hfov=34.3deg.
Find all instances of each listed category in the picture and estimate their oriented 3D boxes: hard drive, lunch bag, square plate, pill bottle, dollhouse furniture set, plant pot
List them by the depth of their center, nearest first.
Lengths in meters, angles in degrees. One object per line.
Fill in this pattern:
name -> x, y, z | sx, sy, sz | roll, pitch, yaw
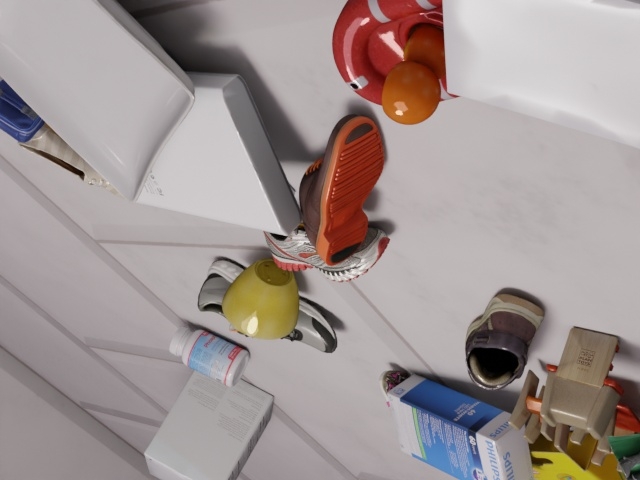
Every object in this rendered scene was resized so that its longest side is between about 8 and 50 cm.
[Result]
square plate -> -0.320, -0.240, 1.368 | 0.344, 0.049, 0.347 | 45, 150, -2
hard drive -> -0.199, -0.132, 1.450 | 0.353, 0.047, 0.233 | 12, 137, 43
dollhouse furniture set -> 0.417, 0.242, 1.523 | 0.262, 0.135, 0.259 | 12, 161, 34
lunch bag -> -0.493, -0.213, 1.672 | 0.098, 0.067, 0.065 | 33, 155, -5
plant pot -> -0.091, 0.087, 1.756 | 0.134, 0.134, 0.095 | 27, 130, 7
pill bottle -> -0.242, 0.247, 2.247 | 0.160, 0.087, 0.087 | 24, 155, 13

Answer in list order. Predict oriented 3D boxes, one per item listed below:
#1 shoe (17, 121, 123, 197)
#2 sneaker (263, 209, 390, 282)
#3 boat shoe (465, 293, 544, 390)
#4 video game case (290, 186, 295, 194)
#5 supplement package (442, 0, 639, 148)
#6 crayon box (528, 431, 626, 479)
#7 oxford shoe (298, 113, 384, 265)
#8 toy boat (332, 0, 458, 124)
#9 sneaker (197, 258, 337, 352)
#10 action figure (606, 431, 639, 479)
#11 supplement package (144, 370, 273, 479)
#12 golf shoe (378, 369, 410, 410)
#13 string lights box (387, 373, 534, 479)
shoe -> -0.408, -0.128, 1.750 | 0.219, 0.058, 0.076 | 34, 155, -8
sneaker -> 0.000, 0.000, 1.519 | 0.225, 0.088, 0.093 | 3, 136, 39
boat shoe -> 0.260, 0.173, 1.554 | 0.103, 0.092, 0.285 | 26, 155, 8
video game case -> -0.131, -0.114, 1.524 | 0.143, 0.019, 0.157 | 3, 144, 44
supplement package -> 0.217, -0.201, 0.761 | 0.194, 0.203, 0.149 | 21, 154, 20
crayon box -> 0.475, 0.422, 1.808 | 0.318, 0.081, 0.202 | 39, 154, -20
oxford shoe -> 0.012, -0.076, 1.357 | 0.098, 0.097, 0.271 | 48, 150, 25
toy boat -> 0.102, -0.175, 0.997 | 0.231, 0.151, 0.151 | -4, 138, 51
sneaker -> -0.096, 0.141, 1.867 | 0.271, 0.108, 0.100 | 26, 153, 5
action figure -> 0.511, 0.268, 1.374 | 0.232, 0.063, 0.137 | -26, 123, 9
supplement package -> -0.262, 0.464, 2.471 | 0.199, 0.263, 0.198 | 27, 155, 8
golf shoe -> 0.148, 0.302, 1.951 | 0.086, 0.067, 0.186 | 9, 148, 41
string lights box -> 0.239, 0.340, 1.804 | 0.259, 0.076, 0.133 | 17, 128, 49
